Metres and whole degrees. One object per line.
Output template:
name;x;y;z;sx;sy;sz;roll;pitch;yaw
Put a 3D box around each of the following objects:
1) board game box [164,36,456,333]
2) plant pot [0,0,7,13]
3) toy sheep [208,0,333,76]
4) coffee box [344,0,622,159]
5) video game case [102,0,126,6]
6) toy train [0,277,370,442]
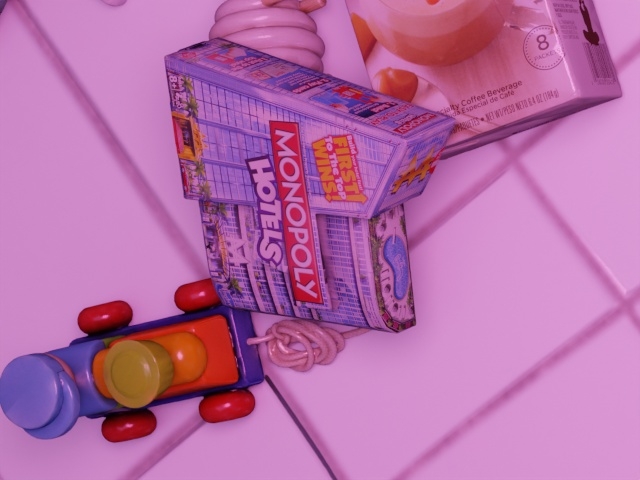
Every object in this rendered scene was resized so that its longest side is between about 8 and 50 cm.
board game box;-0.001;-0.031;1.254;0.194;0.060;0.194;7;112;38
plant pot;-0.391;-0.257;1.419;0.290;0.195;0.290;5;99;32
toy sheep;-0.036;-0.128;1.338;0.091;0.091;0.132;-10;73;26
coffee box;0.088;-0.189;1.265;0.141;0.098;0.247;-20;86;27
video game case;-0.176;-0.324;1.425;0.206;0.026;0.227;36;109;19
toy train;-0.096;0.083;1.351;0.248;0.143;0.105;-13;89;26
